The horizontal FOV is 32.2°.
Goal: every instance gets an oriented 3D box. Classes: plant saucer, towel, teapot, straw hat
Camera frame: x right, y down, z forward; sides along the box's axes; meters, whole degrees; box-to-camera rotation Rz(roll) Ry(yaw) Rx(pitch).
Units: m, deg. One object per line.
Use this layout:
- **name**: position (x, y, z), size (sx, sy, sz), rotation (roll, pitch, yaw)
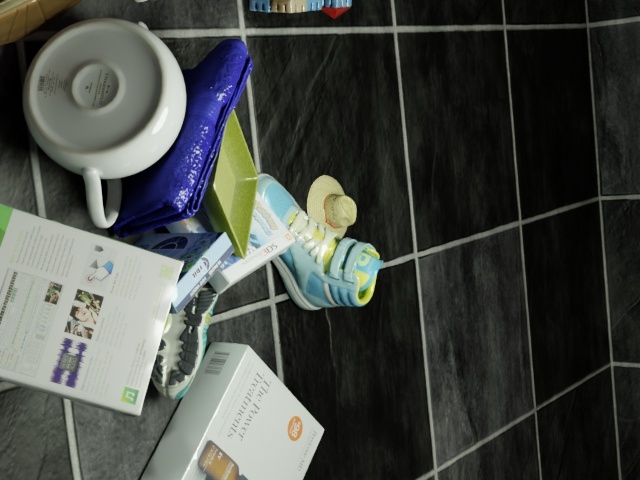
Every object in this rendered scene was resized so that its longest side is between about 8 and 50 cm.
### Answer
- **plant saucer**: position (-0.155, -0.094, 1.799), size (0.188, 0.045, 0.188), rotation (72, 18, -48)
- **towel**: position (-0.215, -0.153, 1.741), size (0.076, 0.227, 0.308), rotation (32, 64, -24)
- **teapot**: position (-0.309, -0.191, 1.652), size (0.256, 0.252, 0.187), rotation (-39, 165, -5)
- **straw hat**: position (0.037, -0.059, 2.199), size (0.144, 0.061, 0.144), rotation (2, 88, -52)

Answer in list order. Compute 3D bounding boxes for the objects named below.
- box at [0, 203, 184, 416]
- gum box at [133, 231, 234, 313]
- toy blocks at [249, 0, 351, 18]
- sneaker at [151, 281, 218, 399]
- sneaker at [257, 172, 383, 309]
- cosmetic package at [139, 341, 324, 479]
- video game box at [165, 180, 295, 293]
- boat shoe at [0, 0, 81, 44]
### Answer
- **box**: position (-0.375, 0.092, 1.535), size (0.322, 0.058, 0.232), rotation (19, 72, -14)
- **gum box**: position (-0.250, 0.048, 1.729), size (0.157, 0.184, 0.041), rotation (-50, 127, -39)
- **toy blocks**: position (-0.061, -0.529, 2.009), size (0.381, 0.190, 0.261), rotation (-20, 116, -51)
- **sneaker**: position (-0.227, 0.134, 1.850), size (0.110, 0.107, 0.275), rotation (90, 12, -62)
- **sneaker**: position (0.000, 0.000, 2.031), size (0.319, 0.208, 0.127), rotation (57, 50, -34)
- **cosmetic package**: position (-0.162, 0.410, 1.916), size (0.284, 0.097, 0.377), rotation (54, 50, -40)
- **video game box**: position (-0.166, -0.034, 1.873), size (0.205, 0.048, 0.187), rotation (51, 41, 4)
- **boat shoe**: position (-0.396, -0.395, 1.584), size (0.342, 0.123, 0.123), rotation (-37, 90, -19)
